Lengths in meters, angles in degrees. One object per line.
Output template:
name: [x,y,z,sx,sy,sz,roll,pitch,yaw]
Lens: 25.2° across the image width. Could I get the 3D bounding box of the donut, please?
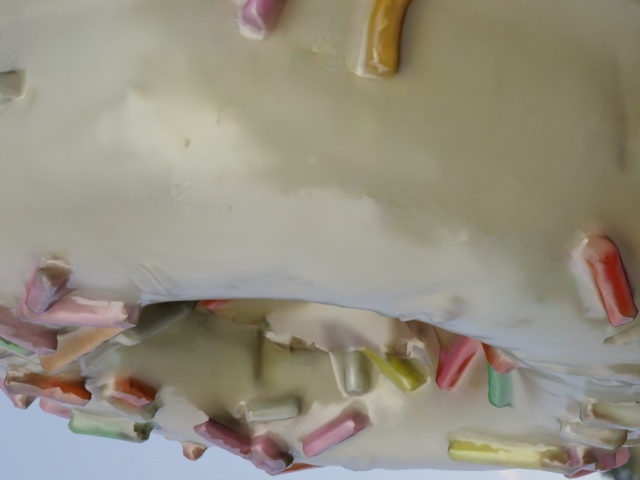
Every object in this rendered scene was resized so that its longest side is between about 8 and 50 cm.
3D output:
donut: [0.000,0.000,0.575,0.382,0.382,0.142,36,-127,-49]
